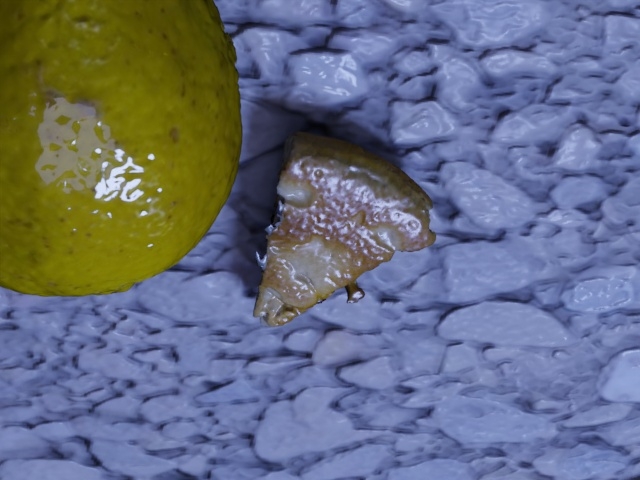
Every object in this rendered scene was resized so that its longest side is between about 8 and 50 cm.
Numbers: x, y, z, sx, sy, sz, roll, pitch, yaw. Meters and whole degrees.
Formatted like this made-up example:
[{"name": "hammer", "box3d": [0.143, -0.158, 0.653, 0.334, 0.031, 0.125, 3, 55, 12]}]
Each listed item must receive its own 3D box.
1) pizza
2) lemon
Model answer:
[{"name": "pizza", "box3d": [-0.001, -0.001, 1.097, 0.154, 0.069, 0.194, 23, 123, -24]}, {"name": "lemon", "box3d": [-0.179, -0.100, 0.890, 0.253, 0.253, 0.310, -10, 122, -4]}]
